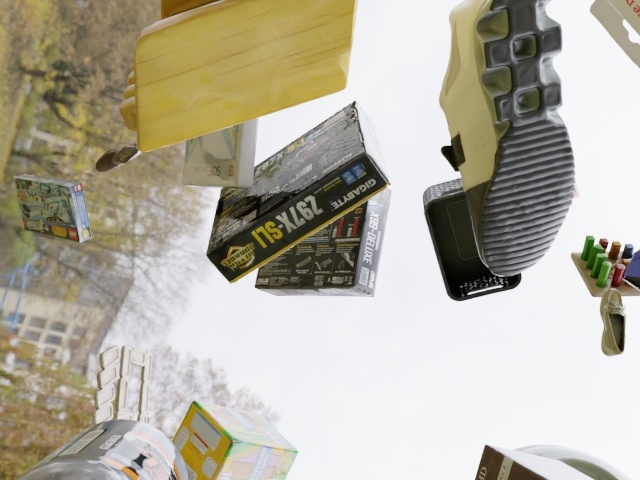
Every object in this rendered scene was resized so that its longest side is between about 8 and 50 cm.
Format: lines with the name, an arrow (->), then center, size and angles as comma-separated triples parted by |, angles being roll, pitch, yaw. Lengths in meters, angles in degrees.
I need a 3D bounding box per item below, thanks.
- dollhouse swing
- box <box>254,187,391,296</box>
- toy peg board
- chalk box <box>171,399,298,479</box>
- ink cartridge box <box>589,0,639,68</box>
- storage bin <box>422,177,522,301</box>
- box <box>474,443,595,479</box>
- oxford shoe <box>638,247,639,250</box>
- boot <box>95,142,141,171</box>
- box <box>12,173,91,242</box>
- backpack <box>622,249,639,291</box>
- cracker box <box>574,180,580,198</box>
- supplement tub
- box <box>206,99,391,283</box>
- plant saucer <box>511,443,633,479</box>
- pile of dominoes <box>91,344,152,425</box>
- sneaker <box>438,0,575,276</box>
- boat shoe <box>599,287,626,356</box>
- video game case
dollhouse swing -> -0.112, -0.338, 0.727 | 0.315, 0.305, 0.346 | -16, -141, 6
box -> 0.000, 0.000, 1.533 | 0.307, 0.076, 0.242 | -5, -112, 43
toy peg board -> 0.710, 0.054, 1.650 | 0.161, 0.161, 0.079 | -93, -178, -54
chalk box -> -0.138, 0.376, 1.182 | 0.132, 0.213, 0.132 | 27, -90, 43
ink cartridge box -> 0.545, -0.405, 1.009 | 0.207, 0.119, 0.353 | 58, -40, 18
storage bin -> 0.243, -0.006, 1.113 | 0.084, 0.122, 0.180 | -73, 146, -69
box -> 0.364, 0.454, 1.111 | 0.203, 0.167, 0.168 | 9, -99, 69
oxford shoe -> 0.755, 0.014, 1.496 | 0.076, 0.212, 0.076 | 48, -37, 12
boot -> -0.401, -0.159, 1.351 | 0.106, 0.037, 0.114 | -31, -162, 0
box -> -0.431, -0.053, 1.105 | 0.137, 0.027, 0.093 | 11, -65, 29
backpack -> 0.599, 0.061, 1.164 | 0.101, 0.120, 0.098 | -56, -156, -8
cracker box -> 0.584, -0.205, 1.839 | 0.156, 0.067, 0.232 | -19, -93, 62
supplement tub -> -0.268, 0.332, 0.807 | 0.316, 0.194, 0.193 | 138, -32, -85
box -> -0.043, -0.092, 1.201 | 0.322, 0.079, 0.257 | -32, -156, 15
plant saucer -> 0.510, 0.544, 1.364 | 0.400, 0.401, 0.100 | -112, -159, -53
pile of dominoes -> -0.369, 0.312, 1.228 | 0.196, 0.040, 0.251 | 56, 33, -68
sneaker -> 0.207, -0.126, 0.809 | 0.146, 0.123, 0.330 | -141, -136, -65
boat shoe -> 0.645, 0.177, 1.505 | 0.048, 0.056, 0.153 | 130, -26, -70
video game case -> -0.179, -0.259, 1.243 | 0.300, 0.036, 0.328 | 9, -86, 61
